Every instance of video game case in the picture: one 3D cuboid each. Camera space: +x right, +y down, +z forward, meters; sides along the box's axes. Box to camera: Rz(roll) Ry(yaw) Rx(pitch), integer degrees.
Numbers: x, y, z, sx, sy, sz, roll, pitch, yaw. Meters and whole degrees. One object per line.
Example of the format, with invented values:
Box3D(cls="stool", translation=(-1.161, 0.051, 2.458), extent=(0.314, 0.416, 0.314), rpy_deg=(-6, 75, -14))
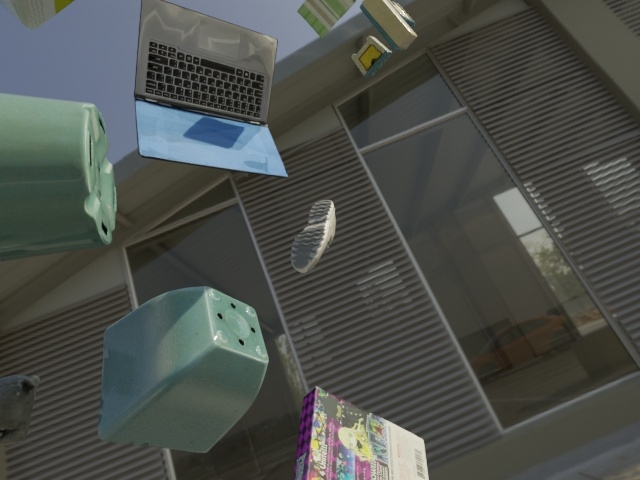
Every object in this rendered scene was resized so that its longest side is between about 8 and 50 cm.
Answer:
Box3D(cls="video game case", translation=(0.060, 0.337, 0.521), extent=(0.210, 0.232, 0.042), rpy_deg=(32, -58, -17))

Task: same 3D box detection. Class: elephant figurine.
Box3D(cls="elephant figurine", translation=(-0.777, 0.376, 0.881), extent=(0.239, 0.186, 0.169), rpy_deg=(13, -11, -36))

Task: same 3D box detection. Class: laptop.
Box3D(cls="laptop", translation=(-0.273, -0.401, 1.070), extent=(0.382, 0.407, 0.236), rpy_deg=(4, 11, -31))

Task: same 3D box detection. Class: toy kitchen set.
Box3D(cls="toy kitchen set", translation=(0.136, -0.441, 0.925), extent=(0.166, 0.122, 0.207), rpy_deg=(-41, -3, 33))

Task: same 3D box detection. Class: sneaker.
Box3D(cls="sneaker", translation=(0.000, 0.000, 1.264), extent=(0.105, 0.281, 0.115), rpy_deg=(-1, -45, 30))

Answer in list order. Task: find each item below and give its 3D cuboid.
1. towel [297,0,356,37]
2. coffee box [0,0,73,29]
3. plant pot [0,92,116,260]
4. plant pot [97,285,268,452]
Box3D(cls="towel", translation=(0.019, -0.717, 1.227), extent=(0.113, 0.023, 0.152), rpy_deg=(41, -68, -20))
Box3D(cls="coffee box", translation=(-0.327, -0.509, 0.403), extent=(0.334, 0.337, 0.338), rpy_deg=(-52, 26, -16))
Box3D(cls="plant pot", translation=(-0.545, -0.102, 0.673), extent=(0.334, 0.341, 0.341), rpy_deg=(-3, -27, -19))
Box3D(cls="plant pot", translation=(-0.253, 0.238, 0.822), extent=(0.252, 0.247, 0.248), rpy_deg=(-40, -46, 13))
